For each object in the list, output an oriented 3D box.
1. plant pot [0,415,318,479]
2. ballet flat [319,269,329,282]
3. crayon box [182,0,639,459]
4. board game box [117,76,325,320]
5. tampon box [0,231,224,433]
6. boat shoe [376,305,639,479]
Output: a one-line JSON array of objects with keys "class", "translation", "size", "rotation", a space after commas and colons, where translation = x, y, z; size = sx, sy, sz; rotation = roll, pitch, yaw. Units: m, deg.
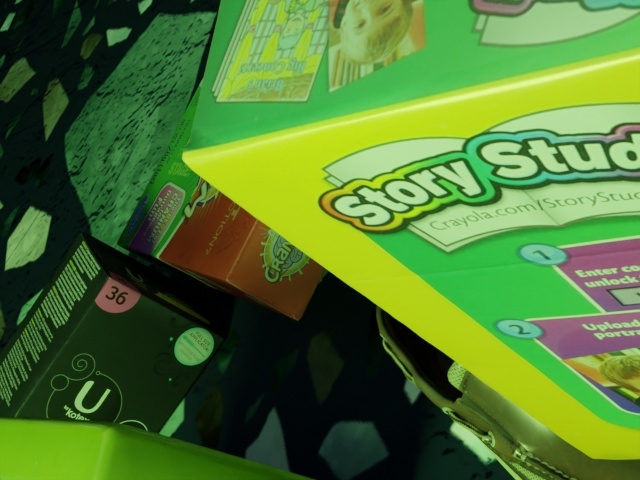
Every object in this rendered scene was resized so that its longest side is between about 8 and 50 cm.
[{"class": "plant pot", "translation": [-0.120, 0.235, 0.845], "size": [0.227, 0.228, 0.207], "rotation": [-7, 65, 51]}, {"class": "ballet flat", "translation": [0.000, 0.000, 1.038], "size": [0.041, 0.041, 0.114], "rotation": [-7, 60, 52]}, {"class": "crayon box", "translation": [0.189, -0.024, 0.483], "size": [0.363, 0.313, 0.106], "rotation": [-9, 57, 38]}, {"class": "board game box", "translation": [-0.044, -0.076, 1.079], "size": [0.242, 0.064, 0.316], "rotation": [-64, 22, -7]}, {"class": "tampon box", "translation": [-0.183, 0.100, 1.125], "size": [0.161, 0.120, 0.101], "rotation": [-55, 32, 7]}, {"class": "boat shoe", "translation": [0.111, 0.085, 0.759], "size": [0.095, 0.095, 0.257], "rotation": [-60, 32, -2]}]
